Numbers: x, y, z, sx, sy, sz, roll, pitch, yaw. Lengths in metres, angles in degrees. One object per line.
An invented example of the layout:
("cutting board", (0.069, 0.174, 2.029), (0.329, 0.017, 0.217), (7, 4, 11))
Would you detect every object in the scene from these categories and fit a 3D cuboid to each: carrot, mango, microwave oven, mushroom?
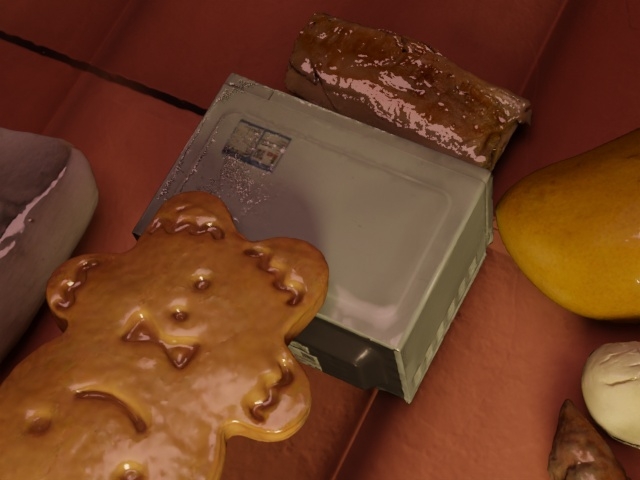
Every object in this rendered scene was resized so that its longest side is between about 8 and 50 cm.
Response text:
("carrot", (0.263, 0.270, 1.167), (0.101, 0.102, 0.263), (-13, 62, 0))
("mango", (0.339, -0.021, 1.262), (0.317, 0.173, 0.211), (-11, 62, 9))
("microwave oven", (0.000, 0.000, 1.283), (0.295, 0.181, 0.238), (23, 70, 17))
("mushroom", (-0.386, 0.064, 1.332), (0.177, 0.126, 0.397), (16, 67, 25))

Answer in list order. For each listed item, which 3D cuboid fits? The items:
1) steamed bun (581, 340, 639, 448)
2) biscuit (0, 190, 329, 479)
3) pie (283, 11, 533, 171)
("steamed bun", (0.315, 0.150, 1.208), (0.129, 0.112, 0.091), (12, 64, 5))
("biscuit", (-0.147, 0.113, 1.102), (0.275, 0.052, 0.355), (29, 65, 20))
("pie", (0.096, -0.162, 1.415), (0.282, 0.068, 0.129), (26, 71, 17))
